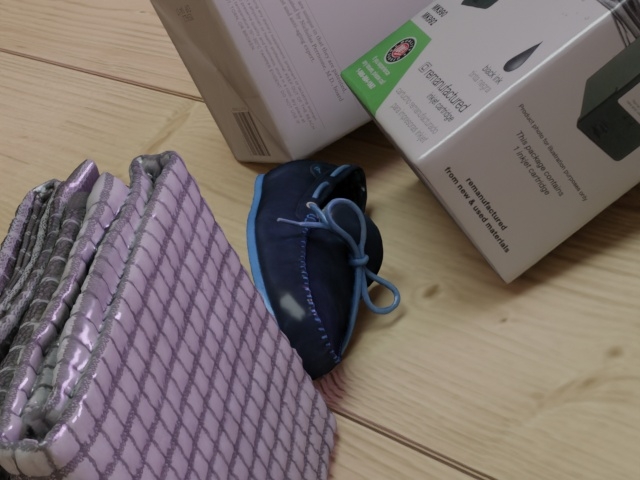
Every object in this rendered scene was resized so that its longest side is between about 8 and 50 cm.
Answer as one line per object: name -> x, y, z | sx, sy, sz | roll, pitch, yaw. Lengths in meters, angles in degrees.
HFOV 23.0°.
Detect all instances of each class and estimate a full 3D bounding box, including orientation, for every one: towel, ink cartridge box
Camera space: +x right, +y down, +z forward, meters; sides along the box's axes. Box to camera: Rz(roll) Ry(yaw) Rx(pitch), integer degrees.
towel -> -0.102, 0.110, 0.851 | 0.121, 0.235, 0.284 | -20, 29, 18
ink cartridge box -> 0.180, -0.135, 1.092 | 0.289, 0.121, 0.211 | -38, 26, 3

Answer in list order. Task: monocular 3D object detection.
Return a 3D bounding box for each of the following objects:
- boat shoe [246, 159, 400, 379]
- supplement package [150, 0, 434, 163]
boat shoe -> 0.000, 0.000, 1.089 | 0.089, 0.109, 0.258 | -15, 32, 6
supplement package -> 0.036, -0.207, 1.291 | 0.293, 0.175, 0.177 | -31, 12, -14
